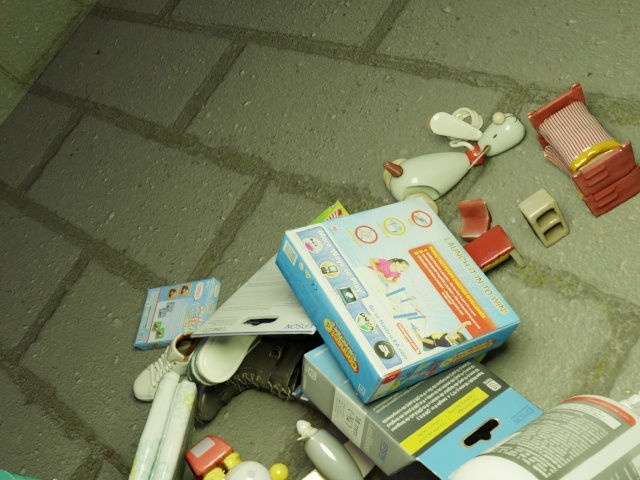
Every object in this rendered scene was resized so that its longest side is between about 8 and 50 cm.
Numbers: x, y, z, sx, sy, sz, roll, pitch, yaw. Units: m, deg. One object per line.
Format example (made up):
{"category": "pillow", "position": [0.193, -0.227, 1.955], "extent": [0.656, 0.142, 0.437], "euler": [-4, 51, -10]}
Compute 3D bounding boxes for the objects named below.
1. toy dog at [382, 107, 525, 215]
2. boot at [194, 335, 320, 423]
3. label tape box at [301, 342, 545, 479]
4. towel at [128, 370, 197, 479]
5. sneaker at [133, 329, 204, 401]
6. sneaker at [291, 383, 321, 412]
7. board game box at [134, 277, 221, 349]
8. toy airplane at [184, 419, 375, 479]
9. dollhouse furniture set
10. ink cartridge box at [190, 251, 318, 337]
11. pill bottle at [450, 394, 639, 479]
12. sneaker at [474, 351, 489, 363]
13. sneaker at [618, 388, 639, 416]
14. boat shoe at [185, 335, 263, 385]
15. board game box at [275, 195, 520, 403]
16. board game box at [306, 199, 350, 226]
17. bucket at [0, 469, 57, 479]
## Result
{"category": "toy dog", "position": [0.259, -0.184, 1.644], "extent": [0.333, 0.161, 0.220], "euler": [-49, 46, -4]}
{"category": "boot", "position": [-0.140, 0.296, 1.639], "extent": [0.229, 0.091, 0.263], "euler": [12, 66, 40]}
{"category": "label tape box", "position": [0.163, 0.272, 1.297], "extent": [0.241, 0.106, 0.334], "euler": [-25, 48, -34]}
{"category": "towel", "position": [-0.325, 0.477, 1.488], "extent": [0.090, 0.320, 0.374], "euler": [12, 56, -2]}
{"category": "sneaker", "position": [-0.337, 0.272, 1.771], "extent": [0.290, 0.123, 0.106], "euler": [-31, 49, 15]}
{"category": "sneaker", "position": [0.098, 0.265, 1.471], "extent": [0.316, 0.127, 0.182], "euler": [11, 69, 41]}
{"category": "board game box", "position": [-0.353, 0.183, 1.898], "extent": [0.212, 0.039, 0.160], "euler": [-11, 55, 29]}
{"category": "toy airplane", "position": [-0.094, 0.498, 1.340], "extent": [0.385, 0.272, 0.386], "euler": [-3, 43, 11]}
{"category": "dollhouse furniture set", "position": [0.405, -0.103, 1.494], "extent": [0.374, 0.152, 0.201], "euler": [-34, 47, 11]}
{"category": "ink cartridge box", "position": [-0.036, 0.107, 1.487], "extent": [0.324, 0.071, 0.330], "euler": [-7, 28, 41]}
{"category": "pill bottle", "position": [0.308, 0.373, 1.074], "extent": [0.363, 0.210, 0.210], "euler": [-17, 32, -36]}
{"category": "sneaker", "position": [0.239, 0.099, 1.491], "extent": [0.111, 0.121, 0.300], "euler": [-30, 48, 13]}
{"category": "sneaker", "position": [0.523, 0.301, 1.196], "extent": [0.229, 0.086, 0.132], "euler": [-34, 51, 24]}
{"category": "boat shoe", "position": [-0.174, 0.185, 1.628], "extent": [0.099, 0.116, 0.319], "euler": [-31, 14, 47]}
{"category": "board game box", "position": [0.128, 0.086, 1.314], "extent": [0.302, 0.086, 0.308], "euler": [-15, 56, -31]}
{"category": "board game box", "position": [0.000, 0.000, 1.778], "extent": [0.181, 0.043, 0.092], "euler": [-40, 46, 5]}
{"category": "bucket", "position": [-0.689, 0.653, 1.706], "extent": [0.281, 0.183, 0.281], "euler": [-18, 52, 24]}
